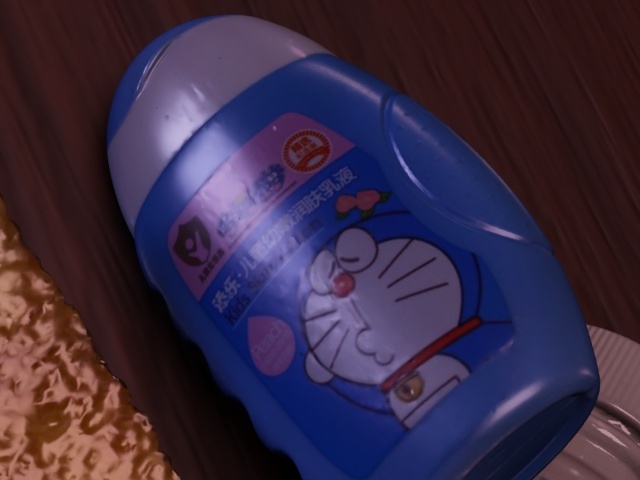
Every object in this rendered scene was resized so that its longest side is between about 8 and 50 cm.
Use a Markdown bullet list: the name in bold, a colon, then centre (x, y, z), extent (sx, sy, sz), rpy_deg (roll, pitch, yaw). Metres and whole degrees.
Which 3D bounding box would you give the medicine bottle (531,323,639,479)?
- **medicine bottle**: centre (0.096, 0.130, 0.679), extent (0.105, 0.105, 0.168), rpy_deg (39, 62, -5)

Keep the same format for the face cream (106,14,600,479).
- **face cream**: centre (0.000, 0.000, 0.657), extent (0.149, 0.083, 0.264), rpy_deg (-43, 62, 3)

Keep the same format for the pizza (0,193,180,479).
- **pizza**: centre (-0.187, 0.129, 0.577), extent (0.268, 0.087, 0.258), rpy_deg (-28, 85, -27)
